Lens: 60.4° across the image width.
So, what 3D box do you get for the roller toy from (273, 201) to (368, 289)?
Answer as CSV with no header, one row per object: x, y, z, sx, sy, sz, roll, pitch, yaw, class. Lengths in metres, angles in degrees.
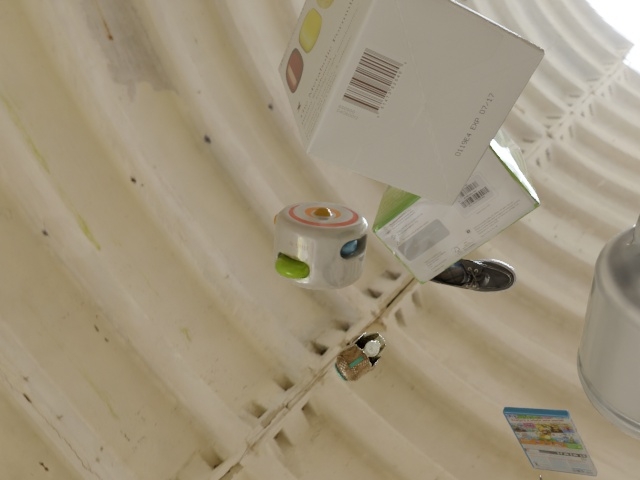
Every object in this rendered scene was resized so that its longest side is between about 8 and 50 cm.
0.000,0.000,1.139,0.191,0.146,0.209,2,-158,-8,roller toy

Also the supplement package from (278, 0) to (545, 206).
0.055,-0.159,0.495,0.134,0.139,0.244,17,-154,-20,supplement package

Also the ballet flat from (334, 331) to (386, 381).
0.087,0.204,1.005,0.073,0.067,0.206,54,-164,5,ballet flat

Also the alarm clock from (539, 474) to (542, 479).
0.459,0.552,1.105,0.064,0.192,0.129,-11,-161,21,alarm clock

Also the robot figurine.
0.428,0.115,0.664,0.200,0.353,0.300,0,-136,15,robot figurine

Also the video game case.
0.425,0.372,1.019,0.166,0.119,0.015,58,-134,-22,video game case

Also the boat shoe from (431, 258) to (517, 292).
0.321,0.074,1.234,0.228,0.080,0.076,13,-166,18,boat shoe

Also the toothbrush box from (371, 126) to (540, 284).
0.211,-0.089,0.879,0.122,0.206,0.283,47,-153,-9,toothbrush box
